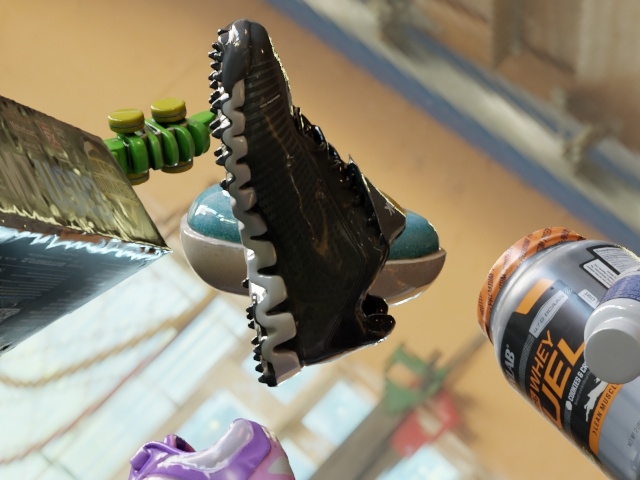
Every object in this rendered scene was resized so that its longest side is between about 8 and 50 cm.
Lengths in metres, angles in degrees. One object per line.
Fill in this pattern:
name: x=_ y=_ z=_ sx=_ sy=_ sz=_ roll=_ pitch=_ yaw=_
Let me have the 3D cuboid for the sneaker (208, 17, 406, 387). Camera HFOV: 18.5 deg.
sneaker: x=-0.005 y=-0.027 z=1.169 sx=0.078 sy=0.106 sz=0.234 roll=-107 pitch=-174 yaw=-65

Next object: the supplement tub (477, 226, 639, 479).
supplement tub: x=0.310 y=0.127 z=2.016 sx=0.316 sy=0.193 sz=0.193 roll=44 pitch=-13 yaw=45

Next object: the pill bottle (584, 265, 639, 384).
pill bottle: x=0.252 y=0.070 z=1.588 sx=0.067 sy=0.120 sz=0.067 roll=8 pitch=-67 yaw=20

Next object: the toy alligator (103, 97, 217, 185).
toy alligator: x=-0.151 y=-0.068 z=1.538 sx=0.051 sy=0.190 sz=0.056 roll=31 pitch=-48 yaw=53

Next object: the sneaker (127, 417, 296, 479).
sneaker: x=-0.110 y=0.188 z=1.317 sx=0.095 sy=0.236 sz=0.104 roll=30 pitch=41 yaw=-61

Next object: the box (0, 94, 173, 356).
box: x=-0.223 y=0.049 z=0.740 sx=0.073 sy=0.293 sz=0.295 roll=60 pitch=6 yaw=6

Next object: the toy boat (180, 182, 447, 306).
toy boat: x=0.000 y=0.000 z=1.895 sx=0.267 sy=0.148 sz=0.318 roll=6 pitch=13 yaw=-6
